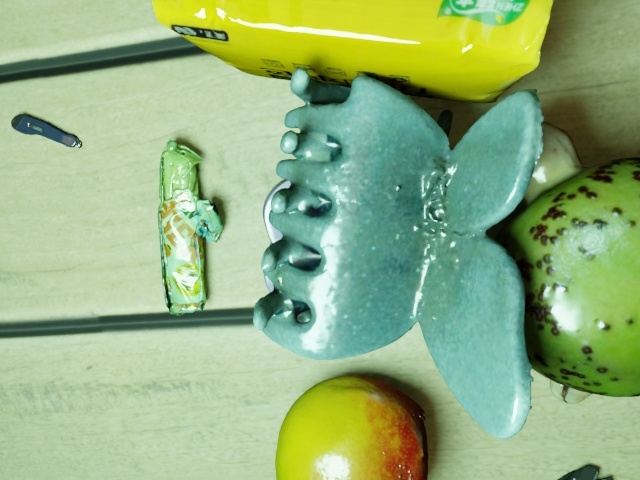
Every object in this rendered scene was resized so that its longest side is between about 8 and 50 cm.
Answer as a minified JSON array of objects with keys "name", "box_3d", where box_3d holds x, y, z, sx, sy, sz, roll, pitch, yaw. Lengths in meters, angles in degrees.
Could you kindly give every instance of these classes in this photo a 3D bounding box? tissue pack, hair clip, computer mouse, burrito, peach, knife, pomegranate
[{"name":"tissue pack","box_3d":[0.051,-0.293,0.613,0.381,0.293,0.228,9,99,9]},{"name":"hair clip","box_3d":[0.059,-0.016,0.604,0.238,0.392,0.318,8,100,-6]},{"name":"computer mouse","box_3d":[0.392,0.406,0.826,0.079,0.047,0.135,38,104,0]},{"name":"burrito","box_3d":[-0.202,-0.013,0.843,0.104,0.054,0.288,2,102,10]},{"name":"peach","box_3d":[0.051,0.314,0.791,0.231,0.231,0.231,2,103,10]},{"name":"knife","box_3d":[-0.445,-0.175,0.873,0.121,0.018,0.031,22,98,5]},{"name":"pomegranate","box_3d":[0.297,-0.005,0.599,0.285,0.285,0.341,-30,71,16]}]

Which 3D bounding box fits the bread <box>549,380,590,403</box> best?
[{"name":"bread","box_3d":[0.388,0.142,0.765,0.073,0.053,0.214,20,106,10]}]

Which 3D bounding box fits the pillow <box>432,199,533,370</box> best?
[{"name":"pillow","box_3d":[0.259,0.040,0.754,0.184,0.075,0.303,2,100,6]}]

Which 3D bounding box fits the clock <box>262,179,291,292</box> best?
[{"name":"clock","box_3d":[0.000,0.000,0.799,0.172,0.064,0.198,-2,103,-9]}]
